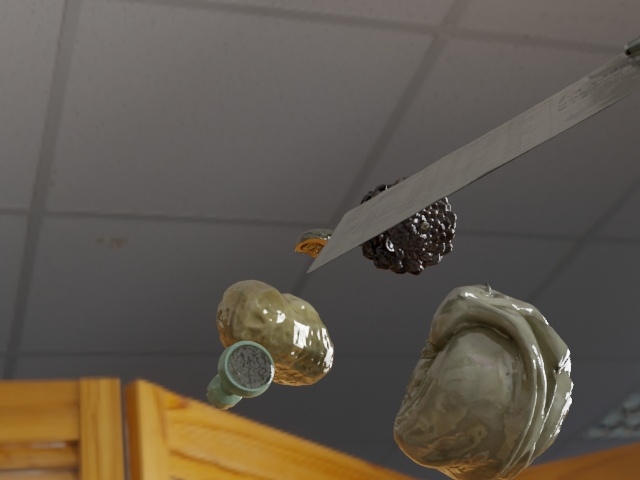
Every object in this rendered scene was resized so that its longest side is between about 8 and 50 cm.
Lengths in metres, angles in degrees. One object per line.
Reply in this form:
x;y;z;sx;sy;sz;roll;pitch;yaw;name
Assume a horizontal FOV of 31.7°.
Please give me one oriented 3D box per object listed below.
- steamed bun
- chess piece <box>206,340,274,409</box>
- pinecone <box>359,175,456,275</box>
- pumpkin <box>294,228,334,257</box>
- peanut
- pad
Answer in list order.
0.292;0.252;1.895;0.255;0.342;0.368;17;3;20;steamed bun
-0.102;0.167;1.344;0.067;0.067;0.103;6;-29;-23;chess piece
0.126;-0.025;1.830;0.163;0.162;0.165;5;4;-22;pinecone
-0.001;-0.001;1.456;0.050;0.028;0.083;-23;-20;31;pumpkin
-0.080;0.158;1.928;0.152;0.152;0.313;-21;-28;19;peanut
0.112;-0.063;0.765;0.265;0.159;0.009;-30;-81;18;pad
